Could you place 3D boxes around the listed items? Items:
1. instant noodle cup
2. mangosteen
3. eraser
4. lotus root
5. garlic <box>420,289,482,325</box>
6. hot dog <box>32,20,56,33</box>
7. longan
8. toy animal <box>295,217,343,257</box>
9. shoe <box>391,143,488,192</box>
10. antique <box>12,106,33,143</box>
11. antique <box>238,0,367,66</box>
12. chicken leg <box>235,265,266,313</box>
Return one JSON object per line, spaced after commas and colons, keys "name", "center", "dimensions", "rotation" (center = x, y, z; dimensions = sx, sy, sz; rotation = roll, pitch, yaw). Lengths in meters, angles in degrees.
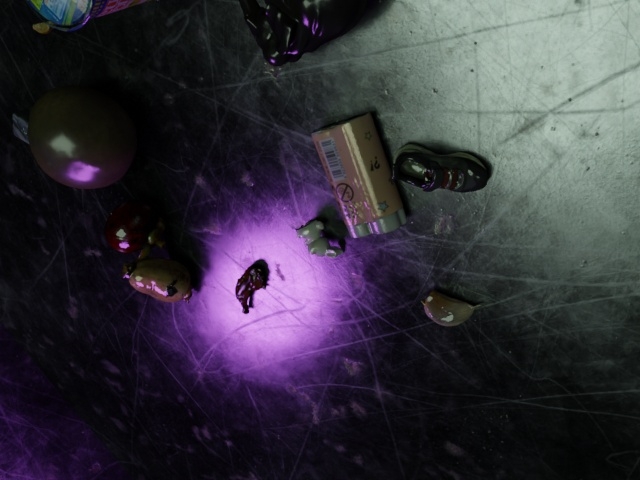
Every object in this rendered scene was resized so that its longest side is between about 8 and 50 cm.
{"name": "instant noodle cup", "center": [-0.516, -0.665, 1.349], "dimensions": [0.284, 0.312, 0.284], "rotation": [15, 122, 25]}
{"name": "mangosteen", "center": [-0.595, -0.033, 1.848], "dimensions": [0.200, 0.200, 0.200], "rotation": [14, 122, 24]}
{"name": "eraser", "center": [0.091, -0.155, 1.418], "dimensions": [0.171, 0.087, 0.290], "rotation": [-9, 110, 37]}
{"name": "lotus root", "center": [-0.524, 0.126, 1.885], "dimensions": [0.154, 0.257, 0.140], "rotation": [37, 101, 51]}
{"name": "garlic", "center": [0.331, 0.185, 1.474], "dimensions": [0.152, 0.066, 0.084], "rotation": [20, 123, 23]}
{"name": "hot dog", "center": [-0.839, -0.650, 1.735], "dimensions": [0.090, 0.030, 0.034], "rotation": [5, 120, 29]}
{"name": "longan", "center": [-0.712, -0.308, 1.697], "dimensions": [0.319, 0.319, 0.319], "rotation": [14, 122, 24]}
{"name": "toy animal", "center": [-0.006, 0.003, 1.575], "dimensions": [0.085, 0.071, 0.124], "rotation": [-26, 92, 20]}
{"name": "shoe", "center": [0.262, -0.151, 1.299], "dimensions": [0.227, 0.112, 0.099], "rotation": [18, 123, 24]}
{"name": "antique", "center": [-0.938, -0.365, 1.920], "dimensions": [0.183, 0.086, 0.088], "rotation": [30, 128, 13]}
{"name": "antique", "center": [-0.041, -0.535, 1.220], "dimensions": [0.322, 0.185, 0.255], "rotation": [-12, 108, 32]}
{"name": "chicken leg", "center": [-0.230, 0.155, 1.813], "dimensions": [0.093, 0.053, 0.205], "rotation": [32, 133, -6]}
